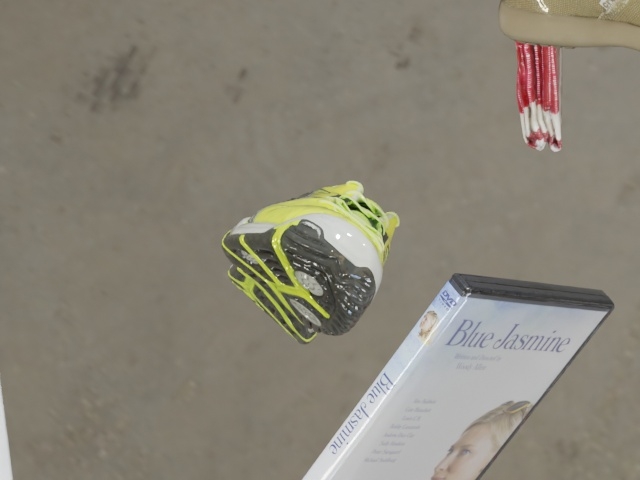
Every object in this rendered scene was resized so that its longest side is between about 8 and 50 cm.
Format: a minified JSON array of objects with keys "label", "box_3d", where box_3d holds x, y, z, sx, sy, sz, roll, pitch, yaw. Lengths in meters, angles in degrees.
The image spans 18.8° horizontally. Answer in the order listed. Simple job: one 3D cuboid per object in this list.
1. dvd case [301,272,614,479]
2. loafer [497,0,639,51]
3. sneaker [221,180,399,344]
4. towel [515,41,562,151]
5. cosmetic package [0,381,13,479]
[{"label":"dvd case","box_3d":[0.091,0.129,1.422,0.180,0.022,0.253,7,125,-46]},{"label":"loafer","box_3d":[0.114,-0.086,0.613,0.056,0.148,0.050,-32,117,-42]},{"label":"sneaker","box_3d":[0.000,0.000,1.829,0.145,0.385,0.147,42,81,-4]},{"label":"towel","box_3d":[0.172,-0.265,1.573,0.037,0.237,0.329,-2,118,10]},{"label":"cosmetic package","box_3d":[-0.344,0.183,1.392,0.224,0.224,0.138,-40,129,21]}]
